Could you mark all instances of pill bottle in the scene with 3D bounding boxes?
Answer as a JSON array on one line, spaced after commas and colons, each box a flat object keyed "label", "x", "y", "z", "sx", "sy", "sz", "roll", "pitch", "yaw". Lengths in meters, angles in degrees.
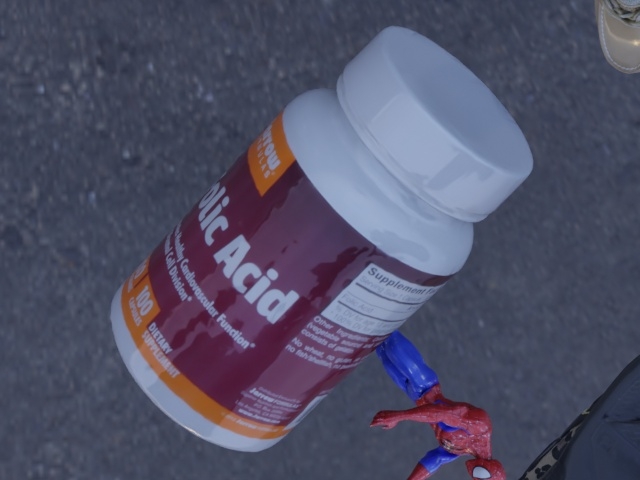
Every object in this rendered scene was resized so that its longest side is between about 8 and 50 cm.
[{"label": "pill bottle", "x": 0.000, "y": 0.000, "z": 1.585, "sx": 0.224, "sy": 0.224, "sz": 0.392, "roll": 30, "pitch": 117, "yaw": -30}]

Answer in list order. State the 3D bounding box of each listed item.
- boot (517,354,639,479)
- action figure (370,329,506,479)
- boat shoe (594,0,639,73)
[{"label": "boot", "x": 0.242, "y": 0.204, "z": 1.357, "sx": 0.377, "sy": 0.138, "sz": 0.284, "roll": -56, "pitch": 162, "yaw": 24}, {"label": "action figure", "x": 0.068, "y": 0.159, "z": 1.697, "sx": 0.139, "sy": 0.280, "sz": 0.091, "roll": -35, "pitch": 158, "yaw": -19}, {"label": "boat shoe", "x": 0.364, "y": -0.301, "z": 1.955, "sx": 0.109, "sy": 0.098, "sz": 0.302, "roll": 21, "pitch": 143, "yaw": 18}]
